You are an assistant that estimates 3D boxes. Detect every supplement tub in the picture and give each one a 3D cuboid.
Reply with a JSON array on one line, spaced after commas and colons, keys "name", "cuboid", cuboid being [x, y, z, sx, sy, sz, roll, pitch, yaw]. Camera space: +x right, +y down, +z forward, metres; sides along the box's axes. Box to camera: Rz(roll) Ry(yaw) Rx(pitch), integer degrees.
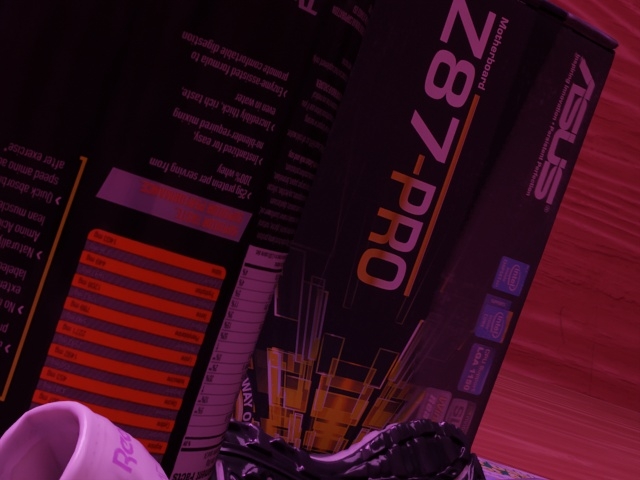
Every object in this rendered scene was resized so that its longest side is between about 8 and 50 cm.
[{"name": "supplement tub", "cuboid": [-0.119, -0.004, 0.677, 0.207, 0.338, 0.207, 20, 1, 0]}]

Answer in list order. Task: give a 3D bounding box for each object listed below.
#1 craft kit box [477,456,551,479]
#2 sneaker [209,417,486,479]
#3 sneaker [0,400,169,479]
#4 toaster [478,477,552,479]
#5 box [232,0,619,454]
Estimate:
[{"name": "craft kit box", "cuboid": [0.138, 0.222, 1.255, 0.250, 0.061, 0.247, 19, -1, -18]}, {"name": "sneaker", "cuboid": [-0.026, 0.163, 0.884, 0.272, 0.100, 0.108, 6, -30, -39]}, {"name": "sneaker", "cuboid": [-0.038, 0.133, 0.424, 0.305, 0.152, 0.114, 20, -1, -32]}, {"name": "toaster", "cuboid": [0.111, 0.188, 0.761, 0.227, 0.129, 0.146, 20, 4, 40]}, {"name": "box", "cuboid": [0.000, 0.000, 0.983, 0.318, 0.394, 0.097, 20, 2, -43]}]
